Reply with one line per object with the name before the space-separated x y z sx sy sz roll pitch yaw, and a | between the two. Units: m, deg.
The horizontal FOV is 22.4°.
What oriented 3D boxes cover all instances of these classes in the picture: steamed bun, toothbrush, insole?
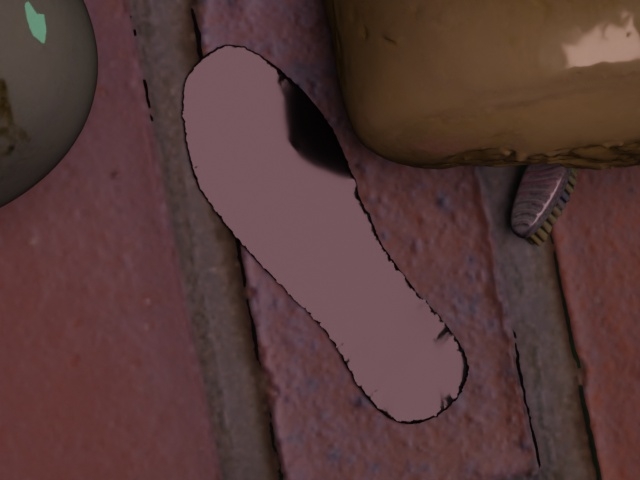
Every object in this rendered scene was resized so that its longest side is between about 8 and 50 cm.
steamed bun | 0.129 -0.152 0.877 0.273 0.166 0.232 0 83 -3
toothbrush | 0.203 -0.166 0.984 0.375 0.028 0.037 -64 147 -7
insole | 0.000 0.000 0.944 0.086 0.005 0.253 -35 97 -11

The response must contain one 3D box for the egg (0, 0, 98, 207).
egg | -0.242 -0.097 0.792 0.264 0.183 0.183 8 87 -8
